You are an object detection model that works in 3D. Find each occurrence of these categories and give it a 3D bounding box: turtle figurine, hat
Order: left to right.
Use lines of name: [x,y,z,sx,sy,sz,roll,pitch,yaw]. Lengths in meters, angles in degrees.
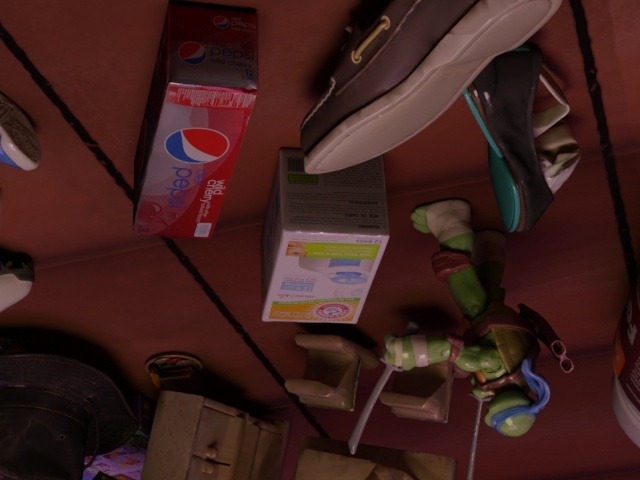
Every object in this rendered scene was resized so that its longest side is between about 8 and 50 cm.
hat: [-0.395,0.270,1.803,0.331,0.134,0.331,0,149,0]
turtle figurine: [0.137,0.112,1.543,0.197,0.266,0.275,10,147,-21]

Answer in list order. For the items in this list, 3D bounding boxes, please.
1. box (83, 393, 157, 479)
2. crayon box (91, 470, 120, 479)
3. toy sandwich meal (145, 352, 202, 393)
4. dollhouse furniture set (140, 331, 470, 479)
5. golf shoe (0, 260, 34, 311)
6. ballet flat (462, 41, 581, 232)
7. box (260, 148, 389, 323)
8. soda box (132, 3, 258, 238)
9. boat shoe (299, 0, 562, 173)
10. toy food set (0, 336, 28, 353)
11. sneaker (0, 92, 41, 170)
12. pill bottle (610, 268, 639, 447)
box: [-0.280,0.323,2.074,0.201,0.057,0.293,-15,148,19]
crayon box: [-0.173,0.445,1.882,0.081,0.202,0.318,-53,133,2]
toy sandwich meal: [-0.196,0.179,1.861,0.085,0.029,0.085,-3,150,-2]
dollhouse furniture set: [0.001,0.321,1.825,0.394,0.362,0.256,4,166,29]
golf shoe: [-0.427,0.111,1.541,0.273,0.120,0.105,-28,-177,-34]
ballet flat: [0.205,-0.097,1.370,0.096,0.095,0.280,-21,148,5]
box: [0.000,0.000,1.500,0.114,0.103,0.203,2,150,-9]
soda box: [-0.122,-0.105,1.315,0.083,0.092,0.263,5,149,-13]
boat shoe: [0.076,-0.166,1.230,0.116,0.097,0.324,-15,164,-40]
toy food set: [-0.437,0.154,1.797,0.132,0.039,0.192,1,156,6]
sneaker: [-0.340,-0.107,1.321,0.084,0.058,0.152,-23,141,20]
pill bottle: [0.463,0.104,1.609,0.224,0.224,0.392,-3,149,-2]
